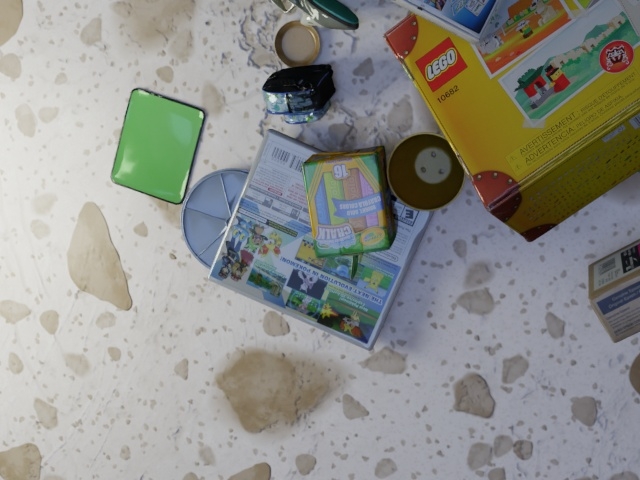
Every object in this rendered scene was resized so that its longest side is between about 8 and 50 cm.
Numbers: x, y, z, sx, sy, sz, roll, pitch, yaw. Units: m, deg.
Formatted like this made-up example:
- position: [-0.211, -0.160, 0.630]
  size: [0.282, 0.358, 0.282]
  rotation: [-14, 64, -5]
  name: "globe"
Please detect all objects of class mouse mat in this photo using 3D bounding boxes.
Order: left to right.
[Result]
- position: [-0.304, -0.174, 2.055]
  size: [0.153, 0.007, 0.189]
  rotation: [19, 104, 9]
  name: "mouse mat"

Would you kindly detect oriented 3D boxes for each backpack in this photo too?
- position: [-0.039, -0.251, 1.924]
  size: [0.114, 0.105, 0.084]
  rotation: [1, 123, 21]
  name: "backpack"

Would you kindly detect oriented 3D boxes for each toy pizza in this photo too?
- position: [-0.157, -0.034, 2.032]
  size: [0.201, 0.032, 0.201]
  rotation: [1, 100, 8]
  name: "toy pizza"

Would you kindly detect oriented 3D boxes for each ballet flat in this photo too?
- position: [-0.028, -0.411, 1.912]
  size: [0.213, 0.072, 0.068]
  rotation: [38, 123, 8]
  name: "ballet flat"

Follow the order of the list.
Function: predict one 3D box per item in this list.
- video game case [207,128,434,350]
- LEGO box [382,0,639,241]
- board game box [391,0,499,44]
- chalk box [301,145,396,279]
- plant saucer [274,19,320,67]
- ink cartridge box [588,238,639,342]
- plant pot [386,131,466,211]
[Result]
- position: [0.000, 0.000, 1.980]
  size: [0.329, 0.036, 0.300]
  rotation: [24, 103, 2]
  name: "video game case"
- position: [0.403, -0.298, 1.679]
  size: [0.500, 0.193, 0.372]
  rotation: [-35, 60, 18]
  name: "LEGO box"
- position: [0.215, -0.470, 1.634]
  size: [0.193, 0.053, 0.305]
  rotation: [27, 89, -5]
  name: "board game box"
- position: [0.055, -0.043, 1.879]
  size: [0.132, 0.132, 0.213]
  rotation: [-8, 100, 9]
  name: "chalk box"
- position: [-0.040, -0.346, 1.950]
  size: [0.083, 0.015, 0.083]
  rotation: [3, 102, 13]
  name: "plant saucer"
- position: [0.534, 0.057, 1.777]
  size: [0.193, 0.235, 0.088]
  rotation: [-31, 94, 17]
  name: "ink cartridge box"
- position: [0.188, -0.124, 1.898]
  size: [0.134, 0.095, 0.134]
  rotation: [3, 103, 13]
  name: "plant pot"
